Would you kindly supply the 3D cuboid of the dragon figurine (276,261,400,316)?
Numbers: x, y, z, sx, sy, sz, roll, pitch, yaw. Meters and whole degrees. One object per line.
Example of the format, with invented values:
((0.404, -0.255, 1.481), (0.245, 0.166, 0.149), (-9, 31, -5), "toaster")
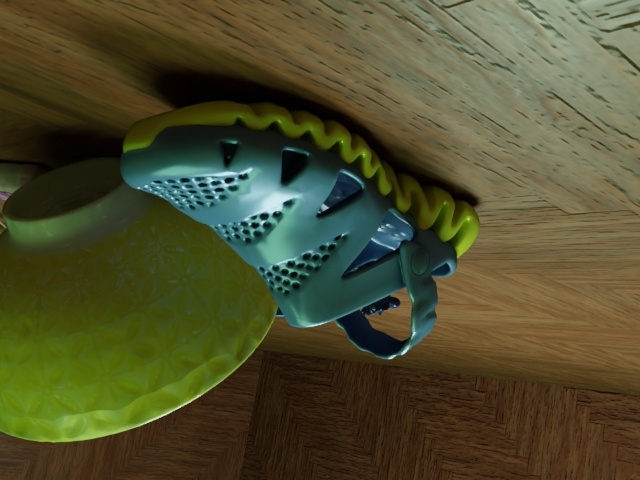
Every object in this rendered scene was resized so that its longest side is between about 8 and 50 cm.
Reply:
((-0.053, 0.052, 0.892), (0.290, 0.085, 0.144), (3, 168, -18), "dragon figurine")

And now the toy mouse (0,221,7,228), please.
((-0.393, 0.027, 1.088), (0.143, 0.160, 0.031), (1, -156, 18), "toy mouse")

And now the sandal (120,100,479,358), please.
((0.000, 0.000, 0.543), (0.318, 0.138, 0.126), (22, 166, -37), "sandal")

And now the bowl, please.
((-0.195, 0.019, 0.669), (0.290, 0.289, 0.155), (4, 123, 29), "bowl")

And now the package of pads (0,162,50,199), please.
((-0.311, -0.060, 0.773), (0.083, 0.031, 0.050), (6, 165, 21), "package of pads")
